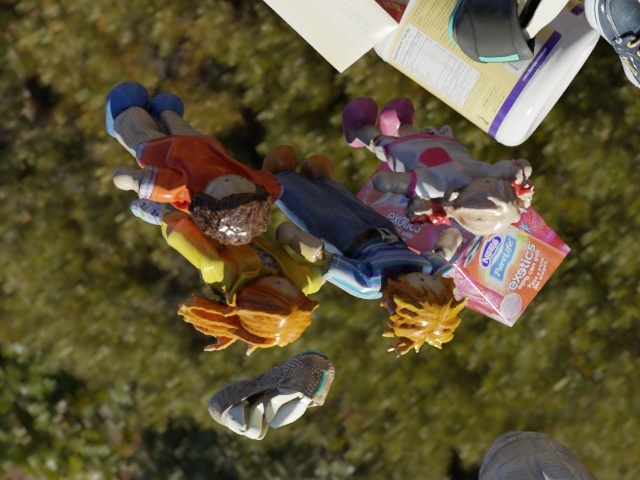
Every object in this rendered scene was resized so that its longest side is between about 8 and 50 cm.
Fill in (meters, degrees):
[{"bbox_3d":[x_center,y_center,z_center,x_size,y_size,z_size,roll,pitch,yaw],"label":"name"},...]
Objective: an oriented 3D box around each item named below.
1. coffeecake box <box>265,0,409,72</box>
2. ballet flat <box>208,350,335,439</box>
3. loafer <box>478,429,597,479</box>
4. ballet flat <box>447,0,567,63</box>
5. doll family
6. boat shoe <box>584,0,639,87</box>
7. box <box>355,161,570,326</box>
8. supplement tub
[{"bbox_3d":[0.009,-0.238,1.135,0.142,0.185,0.068,42,128,-16],"label":"coffeecake box"},{"bbox_3d":[-0.065,0.189,1.715,0.073,0.067,0.206,29,139,-26],"label":"ballet flat"},{"bbox_3d":[0.214,0.277,1.085,0.319,0.112,0.111,63,-173,-10],"label":"loafer"},{"bbox_3d":[0.215,-0.287,1.375,0.096,0.280,0.095,21,178,34],"label":"ballet flat"},{"bbox_3d":[0.000,0.000,0.838,0.163,0.263,0.118,45,129,47],"label":"doll family"},{"bbox_3d":[0.357,-0.219,1.626,0.183,0.065,0.083,45,179,-44],"label":"boat shoe"},{"bbox_3d":[0.157,-0.008,1.794,0.128,0.122,0.257,44,169,-31],"label":"box"},{"bbox_3d":[0.227,-0.324,2.238,0.331,0.241,0.241,37,157,8],"label":"supplement tub"}]
